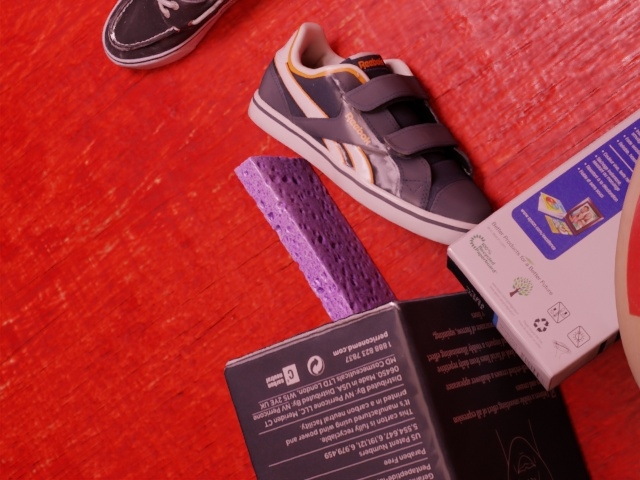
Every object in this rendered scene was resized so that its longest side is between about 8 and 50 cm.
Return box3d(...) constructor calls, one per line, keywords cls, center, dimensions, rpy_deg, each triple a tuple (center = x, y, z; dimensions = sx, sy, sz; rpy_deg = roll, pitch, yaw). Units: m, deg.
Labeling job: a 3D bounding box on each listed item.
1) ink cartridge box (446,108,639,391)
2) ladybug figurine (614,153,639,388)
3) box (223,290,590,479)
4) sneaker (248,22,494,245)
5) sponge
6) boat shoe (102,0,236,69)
box3d(cls="ink cartridge box", center=(0.299, -0.018, 1.721), dimensions=(0.332, 0.065, 0.165), rpy_deg=(-35, 72, -8))
box3d(cls="ladybug figurine", center=(0.429, -0.016, 1.588), dimensions=(0.305, 0.162, 0.449), rpy_deg=(15, 87, 1))
box3d(cls="box", center=(0.117, 0.264, 1.760), dimensions=(0.212, 0.293, 0.395), rpy_deg=(-23, 81, 29))
box3d(cls="sneaker", center=(0.063, -0.115, 1.870), dimensions=(0.321, 0.126, 0.127), rpy_deg=(35, 114, 26))
box3d(cls="sponge", center=(0.000, 0.000, 1.916), dimensions=(0.031, 0.117, 0.210), rpy_deg=(-40, 73, 24))
box3d(cls="boat shoe", center=(-0.144, -0.287, 1.994), dimensions=(0.301, 0.102, 0.108), rpy_deg=(-27, 79, 28))
